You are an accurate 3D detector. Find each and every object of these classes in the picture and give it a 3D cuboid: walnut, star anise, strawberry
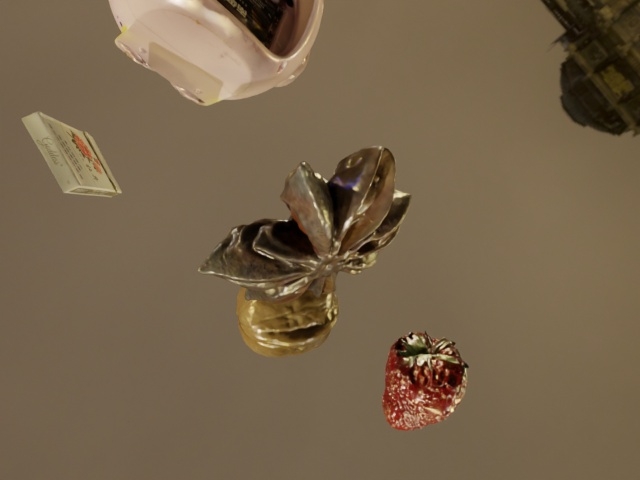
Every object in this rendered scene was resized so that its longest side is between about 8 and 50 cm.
[{"bbox_3d":[-0.093,0.208,1.213,0.313,0.252,0.276,-10,-83,-23],"label":"walnut"},{"bbox_3d":[-0.013,-0.004,0.560,0.316,0.315,0.108,-5,-125,-27],"label":"star anise"},{"bbox_3d":[0.309,0.427,1.238,0.261,0.261,0.257,-15,-66,-30],"label":"strawberry"}]

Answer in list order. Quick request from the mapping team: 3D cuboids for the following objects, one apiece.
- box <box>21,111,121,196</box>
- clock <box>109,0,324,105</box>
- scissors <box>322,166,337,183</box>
[{"bbox_3d":[-0.366,-0.122,0.620,0.029,0.198,0.109,-26,-81,-8],"label":"box"},{"bbox_3d":[-0.138,-0.442,0.656,0.368,0.251,0.376,30,-108,-43],"label":"clock"},{"bbox_3d":[0.034,-0.134,1.041,0.145,0.017,0.247,-9,-146,-7],"label":"scissors"}]
